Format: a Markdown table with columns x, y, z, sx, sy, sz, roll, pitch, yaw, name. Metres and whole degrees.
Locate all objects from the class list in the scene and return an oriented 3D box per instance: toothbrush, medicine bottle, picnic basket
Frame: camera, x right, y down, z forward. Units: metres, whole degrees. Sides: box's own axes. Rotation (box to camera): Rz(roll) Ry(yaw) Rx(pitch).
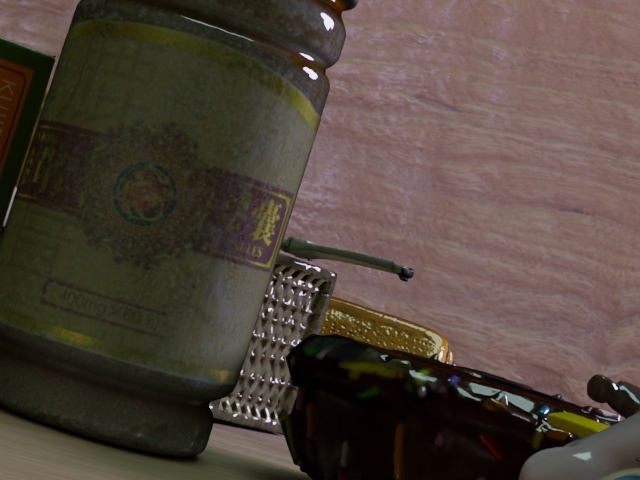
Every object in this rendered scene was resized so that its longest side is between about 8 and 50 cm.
| x | y | z | sx | sy | sz | roll | pitch | yaw | name |
| --- | --- | --- | --- | --- | --- | --- | --- | --- | --- |
| -0.002 | 0.006 | 1.237 | 0.026 | 0.028 | 0.294 | 19 | 2 | -24 | toothbrush |
| -0.083 | -0.052 | 0.941 | 0.151 | 0.323 | 0.151 | 17 | -2 | 1 | medicine bottle |
| -0.115 | 0.048 | 1.211 | 0.154 | 0.134 | 0.196 | 14 | -4 | 36 | picnic basket |

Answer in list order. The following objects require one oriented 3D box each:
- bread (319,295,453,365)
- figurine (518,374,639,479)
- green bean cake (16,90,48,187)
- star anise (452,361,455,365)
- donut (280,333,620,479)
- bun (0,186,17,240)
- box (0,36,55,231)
| x | y | z | sx | sy | sz | roll | pitch | yaw | name |
| --- | --- | --- | --- | --- | --- | --- | --- | --- | --- |
| 0.028 | 0.123 | 1.707 | 0.200 | 0.116 | 0.077 | 17 | -26 | 21 | bread |
| 0.150 | 0.133 | 0.720 | 0.137 | 0.112 | 0.229 | 9 | 10 | 9 | figurine |
| -0.370 | -0.070 | 1.486 | 0.310 | 0.285 | 0.202 | 40 | -25 | 5 | green bean cake |
| 0.038 | 0.134 | 1.944 | 0.349 | 0.109 | 0.292 | 28 | -5 | 19 | star anise |
| 0.082 | 0.122 | 0.959 | 0.216 | 0.096 | 0.230 | 16 | 0 | -43 | donut |
| -0.292 | -0.001 | 1.312 | 0.173 | 0.120 | 0.173 | 52 | 3 | -4 | bun |
| -0.272 | -0.043 | 1.005 | 0.148 | 0.195 | 0.177 | 18 | -2 | -30 | box |
